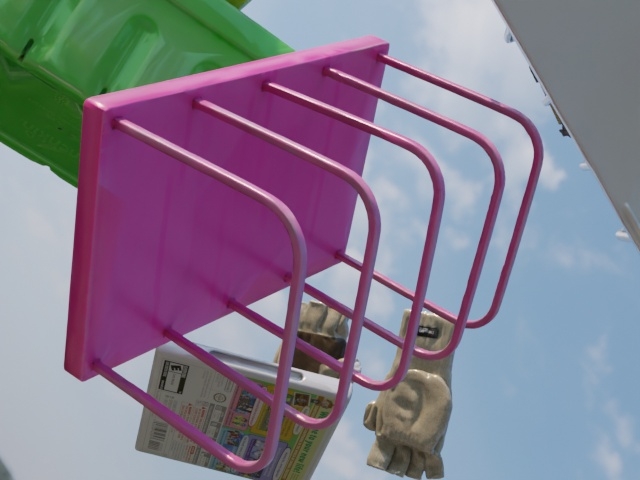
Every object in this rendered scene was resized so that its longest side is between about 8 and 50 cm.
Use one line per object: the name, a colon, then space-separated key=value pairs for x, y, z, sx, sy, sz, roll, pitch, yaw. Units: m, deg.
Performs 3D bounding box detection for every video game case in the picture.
video game case: x=-0.085 y=0.183 z=1.118 sx=0.193 sy=0.023 sz=0.212 roll=15 pitch=-40 yaw=-5

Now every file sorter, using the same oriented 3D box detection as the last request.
file sorter: x=0.254 y=-0.154 z=0.842 sx=0.277 sy=0.193 sz=0.173 roll=60 pitch=7 yaw=2
file sorter: x=0.000 y=0.000 z=0.755 sx=0.182 sy=0.291 sz=0.202 roll=29 pitch=-57 yaw=30

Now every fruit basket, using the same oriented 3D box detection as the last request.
fruit basket: x=-0.183 y=-0.247 z=1.156 sx=0.392 sy=0.392 sz=0.283 roll=57 pitch=-37 yaw=0

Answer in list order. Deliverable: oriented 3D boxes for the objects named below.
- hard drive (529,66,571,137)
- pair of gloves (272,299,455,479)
hard drive: x=0.460 y=-0.277 z=1.608 sx=0.339 sy=0.064 sz=0.237 roll=-6 pitch=-61 yaw=53
pair of gloves: x=0.049 y=0.178 z=1.319 sx=0.240 sy=0.204 sz=0.042 roll=4 pitch=-8 yaw=24
